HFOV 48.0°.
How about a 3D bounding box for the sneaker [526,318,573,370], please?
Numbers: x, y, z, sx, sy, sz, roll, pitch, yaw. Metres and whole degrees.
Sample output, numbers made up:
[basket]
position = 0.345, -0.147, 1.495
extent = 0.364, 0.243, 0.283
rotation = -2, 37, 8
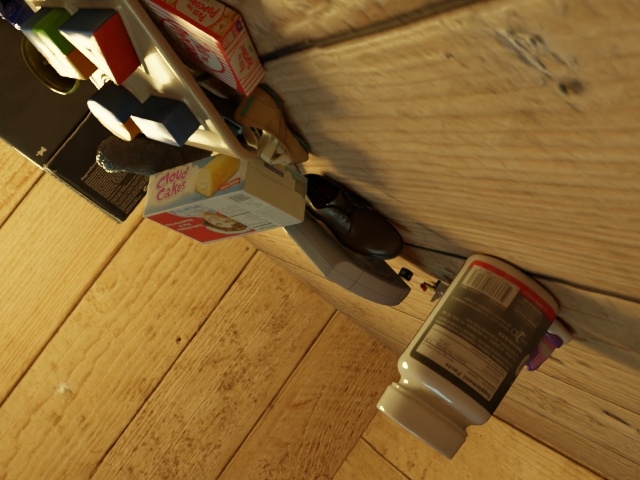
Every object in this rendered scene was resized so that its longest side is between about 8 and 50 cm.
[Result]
[sneaker]
position = 0.312, 0.153, 1.238
extent = 0.095, 0.104, 0.236
rotation = 39, 173, -31

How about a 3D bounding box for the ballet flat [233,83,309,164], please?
[ballet flat]
position = -0.082, -0.163, 1.134
extent = 0.080, 0.073, 0.232
rotation = 30, 171, 24

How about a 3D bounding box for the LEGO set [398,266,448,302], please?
[LEGO set]
position = 0.271, 0.138, 1.485
extent = 0.244, 0.060, 0.182
rotation = 34, 172, -12

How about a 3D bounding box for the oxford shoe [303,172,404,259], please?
[oxford shoe]
position = 0.048, -0.042, 1.278
extent = 0.227, 0.082, 0.096
rotation = 33, 170, 15

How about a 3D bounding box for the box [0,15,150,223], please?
[box]
position = -0.778, -0.347, 2.161
extent = 0.480, 0.297, 0.472
rotation = 33, 173, 18

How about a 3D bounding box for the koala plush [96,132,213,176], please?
[koala plush]
position = -0.324, -0.208, 1.435
extent = 0.204, 0.196, 0.221
rotation = 20, -178, -19

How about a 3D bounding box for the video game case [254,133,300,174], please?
[video game case]
position = -0.125, -0.173, 1.439
extent = 0.201, 0.023, 0.183
rotation = 34, 172, 15

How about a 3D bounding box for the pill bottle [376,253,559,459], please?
[pill bottle]
position = 0.221, 0.176, 1.096
extent = 0.161, 0.283, 0.161
rotation = 35, 172, 5

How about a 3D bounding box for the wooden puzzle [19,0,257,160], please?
[wooden puzzle]
position = -0.293, -0.236, 1.052
extent = 0.322, 0.080, 0.348
rotation = 19, 158, 45

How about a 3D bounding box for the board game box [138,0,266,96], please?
[board game box]
position = -0.172, -0.280, 0.929
extent = 0.194, 0.045, 0.147
rotation = 33, 172, 16

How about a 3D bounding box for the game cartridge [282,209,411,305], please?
[game cartridge]
position = 0.060, 0.038, 1.397
extent = 0.198, 0.062, 0.297
rotation = 43, -169, 33

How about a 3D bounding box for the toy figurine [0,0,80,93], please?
[toy figurine]
position = -0.495, -0.426, 1.287
extent = 0.363, 0.191, 0.217
rotation = 36, -159, 6

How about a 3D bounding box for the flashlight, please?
[flashlight]
position = -0.253, -0.254, 1.244
extent = 0.304, 0.103, 0.103
rotation = 32, -148, 4

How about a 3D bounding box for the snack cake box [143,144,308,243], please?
[snack cake box]
position = -0.171, -0.075, 1.284
extent = 0.265, 0.089, 0.152
rotation = -11, 155, 38
